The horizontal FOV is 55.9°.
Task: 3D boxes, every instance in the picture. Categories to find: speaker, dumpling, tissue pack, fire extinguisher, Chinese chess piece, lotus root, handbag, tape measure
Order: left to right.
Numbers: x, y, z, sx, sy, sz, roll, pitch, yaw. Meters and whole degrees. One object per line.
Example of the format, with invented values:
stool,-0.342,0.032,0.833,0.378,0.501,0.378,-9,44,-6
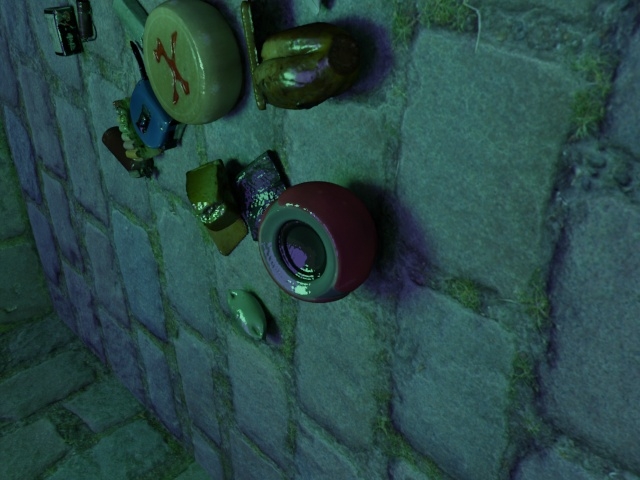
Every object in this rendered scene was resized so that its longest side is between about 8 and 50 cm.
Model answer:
tissue pack,-0.963,-0.784,2.262,0.103,0.090,0.170,22,129,42
fire extinguisher,-0.837,-0.776,2.158,0.078,0.045,0.157,21,128,14
fire extinguisher,-0.696,-0.310,2.215,0.269,0.104,0.105,45,139,24
tape measure,-0.575,-0.463,1.989,0.351,0.097,0.215,55,141,15
Chinese chess piece,-0.355,-0.491,1.668,0.338,0.140,0.338,27,129,38
dumpling,-0.248,0.257,2.010,0.217,0.104,0.149,54,142,12
handbag,-0.144,-0.108,1.702,0.175,0.088,0.271,-15,99,44
lotus root,-0.035,-0.379,1.323,0.290,0.193,0.193,8,117,47
speaker,0.000,0.000,1.430,0.294,0.294,0.295,28,130,38

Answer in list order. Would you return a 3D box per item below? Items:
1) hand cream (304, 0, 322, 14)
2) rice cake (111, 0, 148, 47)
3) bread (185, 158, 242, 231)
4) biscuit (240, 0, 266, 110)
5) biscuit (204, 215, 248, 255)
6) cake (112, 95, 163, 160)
hand cream,-0.010,-0.648,1.198,0.186,0.118,0.359,53,148,15
rice cake,-0.580,-0.694,1.879,0.206,0.063,0.069,50,135,15
bread,-0.304,-0.126,1.763,0.186,0.124,0.257,61,-177,-29
biscuit,-0.162,-0.455,1.469,0.172,0.029,0.255,-99,2,-68
biscuit,-0.336,-0.080,1.992,0.232,0.013,0.237,58,142,7
cake,-0.643,-0.387,2.098,0.090,0.109,0.226,-6,107,52
